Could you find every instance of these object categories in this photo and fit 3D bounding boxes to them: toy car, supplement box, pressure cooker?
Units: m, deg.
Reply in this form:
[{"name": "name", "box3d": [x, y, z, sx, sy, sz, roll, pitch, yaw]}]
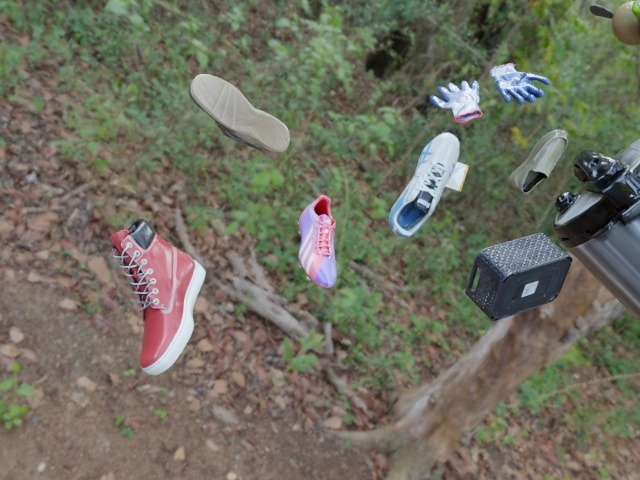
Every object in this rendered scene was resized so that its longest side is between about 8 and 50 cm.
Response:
[{"name": "toy car", "box3d": [0.610, -0.427, 1.392, 0.155, 0.148, 0.188, 32, -7, -28]}, {"name": "supplement box", "box3d": [0.271, -0.151, 1.638, 0.099, 0.062, 0.036, 19, -1, -4]}, {"name": "pressure cooker", "box3d": [0.762, -0.055, 1.743, 0.420, 0.370, 0.375, 45, 62, 3]}]

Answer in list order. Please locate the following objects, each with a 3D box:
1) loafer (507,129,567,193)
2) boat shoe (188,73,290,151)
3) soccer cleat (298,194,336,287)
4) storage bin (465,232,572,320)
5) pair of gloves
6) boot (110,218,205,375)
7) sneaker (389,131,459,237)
[{"name": "loafer", "box3d": [0.427, -0.146, 1.424, 0.056, 0.148, 0.050, 23, 25, -31]}, {"name": "boat shoe", "box3d": [-0.199, -0.283, 1.722, 0.285, 0.092, 0.102, 27, 64, -38]}, {"name": "soccer cleat", "box3d": [0.000, 0.000, 1.628, 0.083, 0.095, 0.248, 20, 33, -22]}, {"name": "storage bin", "box3d": [0.387, 0.071, 1.444, 0.180, 0.122, 0.084, -14, 43, -26]}, {"name": "pair of gloves", "box3d": [0.296, -0.260, 1.296, 0.159, 0.198, 0.023, -101, 175, -56]}, {"name": "boot", "box3d": [-0.283, 0.082, 1.176, 0.176, 0.088, 0.244, 46, 30, -32]}, {"name": "sneaker", "box3d": [0.221, -0.109, 1.519, 0.085, 0.237, 0.086, 23, 14, -19]}]
